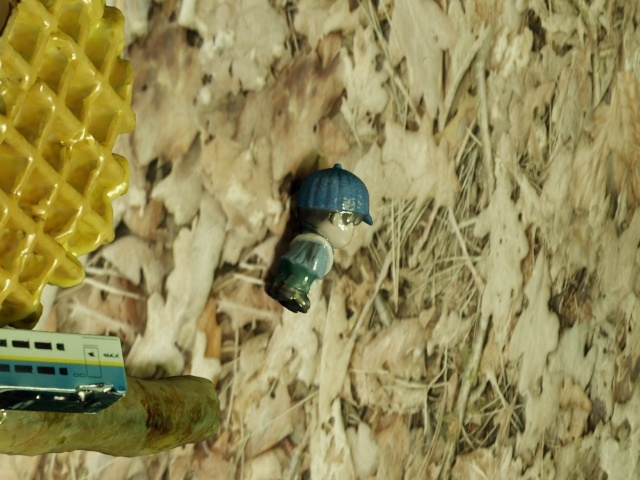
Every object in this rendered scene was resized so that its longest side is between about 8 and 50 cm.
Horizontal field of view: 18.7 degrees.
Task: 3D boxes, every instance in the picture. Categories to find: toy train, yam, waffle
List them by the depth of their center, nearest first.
[{"bbox_3d":[-0.248,0.089,1.349,0.234,0.052,0.051,6,64,-34],"label":"toy train"},{"bbox_3d":[-0.221,-0.072,1.391,0.283,0.065,0.309,-31,124,-53],"label":"waffle"},{"bbox_3d":[-0.179,0.135,1.526,0.317,0.071,0.067,8,56,-60],"label":"yam"}]

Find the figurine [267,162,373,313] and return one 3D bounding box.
[{"bbox_3d":[-0.007,-0.005,1.791,0.079,0.077,0.136,44,73,-16],"label":"figurine"}]
